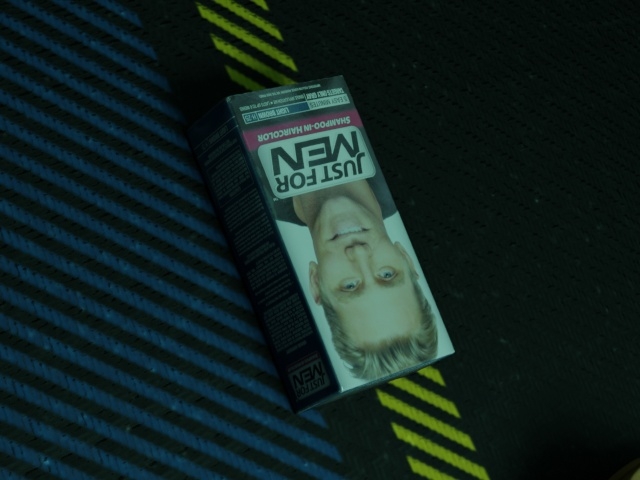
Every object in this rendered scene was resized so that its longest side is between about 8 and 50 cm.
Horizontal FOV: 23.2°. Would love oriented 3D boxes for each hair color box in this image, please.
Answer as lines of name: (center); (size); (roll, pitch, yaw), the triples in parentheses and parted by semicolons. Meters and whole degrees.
hair color box: (0.000, 0.000, 1.749); (0.174, 0.105, 0.347); (-16, 80, -37)

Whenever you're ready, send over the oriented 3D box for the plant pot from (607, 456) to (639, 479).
plant pot: (0.425, 0.347, 1.734); (0.291, 0.203, 0.291); (-4, 63, 7)
